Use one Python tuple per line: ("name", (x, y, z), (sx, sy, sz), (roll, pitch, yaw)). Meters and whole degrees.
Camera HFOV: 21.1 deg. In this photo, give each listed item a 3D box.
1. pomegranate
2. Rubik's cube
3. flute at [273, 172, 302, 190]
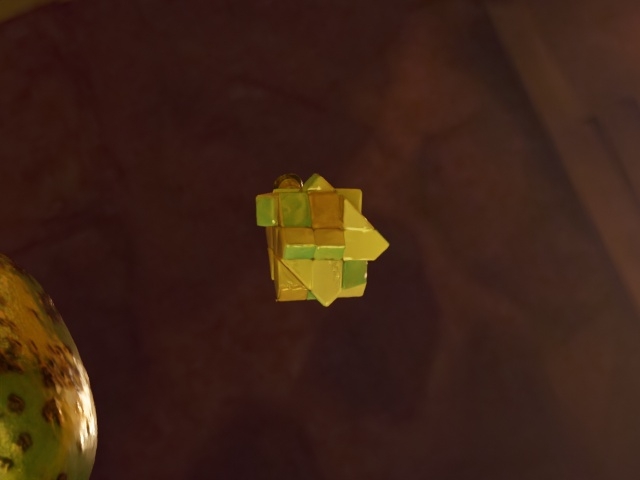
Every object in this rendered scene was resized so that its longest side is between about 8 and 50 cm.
("pomegranate", (-0.265, 0.100, 1.010), (0.270, 0.254, 0.254), (50, -178, -25))
("Rubik's cube", (0.001, -0.002, 1.117), (0.073, 0.075, 0.084), (103, 145, -50))
("flute", (-0.013, -0.008, 1.348), (0.233, 0.027, 0.027), (-110, -1, -70))
